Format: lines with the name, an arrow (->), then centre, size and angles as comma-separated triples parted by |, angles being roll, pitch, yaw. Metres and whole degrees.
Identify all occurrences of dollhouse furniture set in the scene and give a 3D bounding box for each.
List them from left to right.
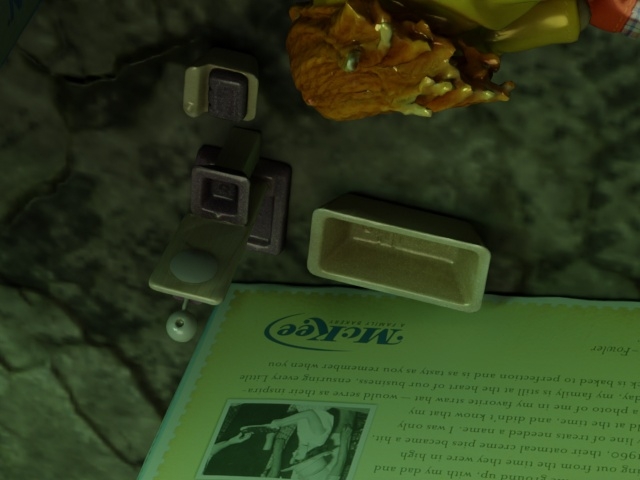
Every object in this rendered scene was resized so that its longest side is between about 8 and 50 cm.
dollhouse furniture set -> 0.000, 0.000, 0.660 | 0.114, 0.081, 0.091 | 14, 132, 8

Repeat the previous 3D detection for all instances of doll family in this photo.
doll family -> 0.006, -0.121, 0.529 | 0.263, 0.118, 0.163 | 42, 131, -17

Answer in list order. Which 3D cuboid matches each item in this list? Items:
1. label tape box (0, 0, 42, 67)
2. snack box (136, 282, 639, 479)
label tape box -> -0.159, -0.075, 0.546 | 0.106, 0.241, 0.334 | 7, 132, 11
snack box -> 0.094, 0.100, 0.642 | 0.322, 0.187, 0.060 | 2, 130, 18
